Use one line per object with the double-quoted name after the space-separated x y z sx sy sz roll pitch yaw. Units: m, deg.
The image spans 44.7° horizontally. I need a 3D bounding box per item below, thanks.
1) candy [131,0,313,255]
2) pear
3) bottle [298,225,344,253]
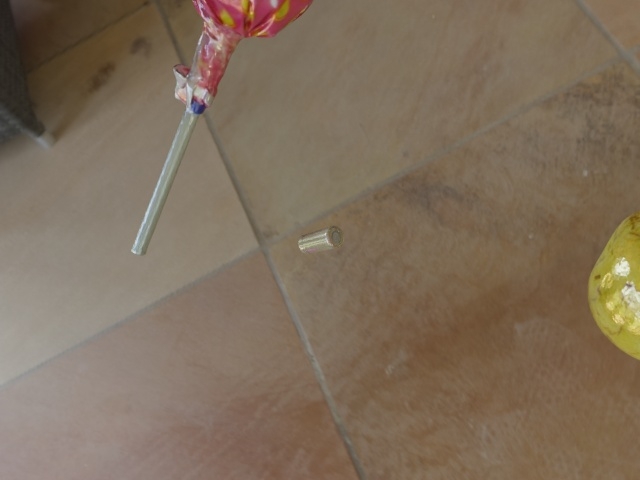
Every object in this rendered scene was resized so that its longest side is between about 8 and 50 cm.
-0.107 -0.141 0.725 0.124 0.124 0.365 38 114 29 "candy"
0.601 0.082 1.328 0.281 0.280 0.280 -8 64 16 "pear"
0.000 0.000 1.524 0.096 0.045 0.045 -13 57 49 "bottle"
